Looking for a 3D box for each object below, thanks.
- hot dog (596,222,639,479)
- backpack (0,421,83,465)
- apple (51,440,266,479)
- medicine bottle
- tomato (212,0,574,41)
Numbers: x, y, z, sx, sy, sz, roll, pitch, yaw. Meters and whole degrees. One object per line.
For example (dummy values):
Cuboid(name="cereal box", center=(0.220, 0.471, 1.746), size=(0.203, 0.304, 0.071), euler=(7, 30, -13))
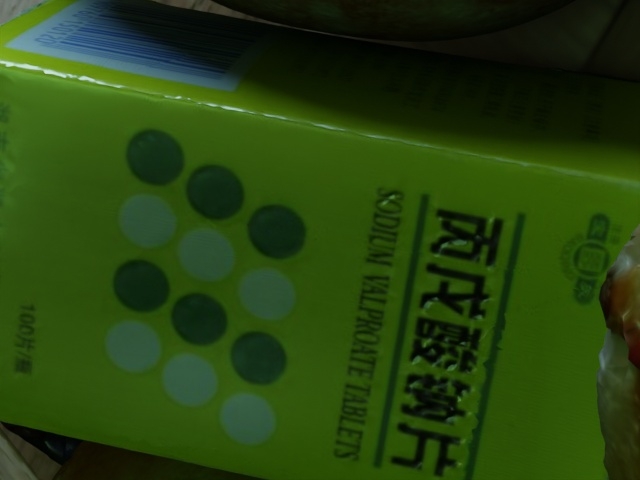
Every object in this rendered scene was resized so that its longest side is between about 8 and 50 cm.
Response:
Cuboid(name="hot dog", center=(0.240, 0.142, 0.408), size=(0.365, 0.196, 0.367), euler=(20, 125, 42))
Cuboid(name="backpack", center=(-0.126, 0.020, 0.816), size=(0.120, 0.106, 0.165), euler=(26, 119, 42))
Cuboid(name="apple", center=(-0.012, 0.144, 0.679), size=(0.196, 0.196, 0.196), euler=(11, 107, 41))
Cuboid(name="medicine bottle", center=(0.000, 0.000, 0.602), size=(0.250, 0.141, 0.137), euler=(12, 109, 8))
Cuboid(name="tomato", center=(0.006, -0.198, 0.565), size=(0.270, 0.223, 0.270), euler=(7, 101, 42))
